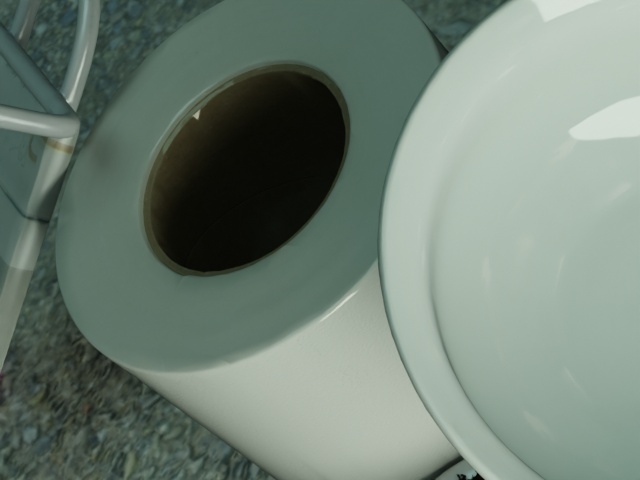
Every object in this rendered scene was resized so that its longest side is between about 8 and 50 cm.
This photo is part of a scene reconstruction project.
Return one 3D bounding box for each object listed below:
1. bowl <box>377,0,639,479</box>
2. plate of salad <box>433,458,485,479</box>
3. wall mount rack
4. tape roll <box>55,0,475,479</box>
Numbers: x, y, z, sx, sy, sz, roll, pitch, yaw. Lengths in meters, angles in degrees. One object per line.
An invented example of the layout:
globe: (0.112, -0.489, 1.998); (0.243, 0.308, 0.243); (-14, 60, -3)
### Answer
bowl: (0.179, 0.019, 0.886); (0.298, 0.134, 0.297); (-2, 72, 5)
plate of salad: (0.097, 0.183, 0.930); (0.200, 0.048, 0.199); (-19, 52, 26)
wall mount rack: (-0.258, -0.039, 1.127); (0.304, 0.130, 0.350); (44, 119, 53)
tape roll: (0.000, 0.000, 1.037); (0.246, 0.169, 0.246); (-18, 52, 25)
